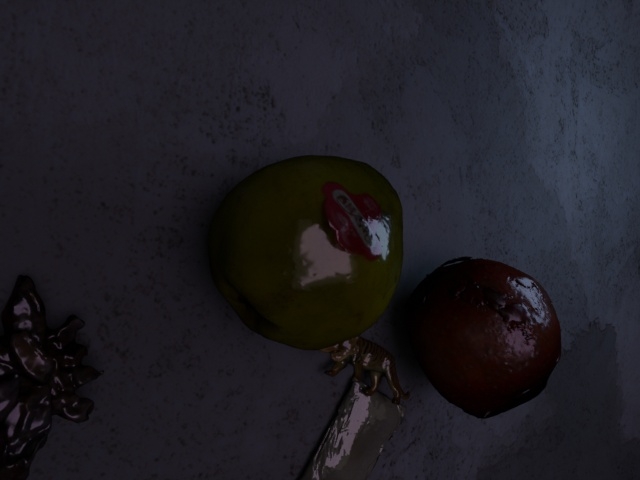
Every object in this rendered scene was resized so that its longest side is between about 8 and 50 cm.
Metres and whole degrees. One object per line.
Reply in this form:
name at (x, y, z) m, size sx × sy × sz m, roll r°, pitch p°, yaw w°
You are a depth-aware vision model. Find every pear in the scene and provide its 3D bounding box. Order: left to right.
pear at (0.000, 0.000, 0.687) m, size 0.375 × 0.288 × 0.287 m, roll -47°, pitch 116°, yaw -45°

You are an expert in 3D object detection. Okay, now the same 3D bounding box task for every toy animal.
toy animal at (0.086, 0.230, 0.844) m, size 0.241 × 0.057 × 0.099 m, roll 31°, pitch 60°, yaw -20°

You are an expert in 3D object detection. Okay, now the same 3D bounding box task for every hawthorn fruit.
hawthorn fruit at (0.314, 0.186, 0.871) m, size 0.316 × 0.316 × 0.315 m, roll -2°, pitch 93°, yaw -31°

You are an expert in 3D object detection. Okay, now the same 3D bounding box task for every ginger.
ginger at (0.038, 0.123, 0.802) m, size 0.194 × 0.052 × 0.176 m, roll -13°, pitch 67°, yaw -14°

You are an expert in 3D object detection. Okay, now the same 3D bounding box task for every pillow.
pillow at (0.066, 0.396, 0.865) m, size 0.148 × 0.050 × 0.229 m, roll 36°, pitch 72°, yaw -17°

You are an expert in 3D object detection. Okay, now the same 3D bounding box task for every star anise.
star anise at (-0.370, 0.158, 0.532) m, size 0.220 × 0.099 × 0.214 m, roll 54°, pitch 37°, yaw -15°
